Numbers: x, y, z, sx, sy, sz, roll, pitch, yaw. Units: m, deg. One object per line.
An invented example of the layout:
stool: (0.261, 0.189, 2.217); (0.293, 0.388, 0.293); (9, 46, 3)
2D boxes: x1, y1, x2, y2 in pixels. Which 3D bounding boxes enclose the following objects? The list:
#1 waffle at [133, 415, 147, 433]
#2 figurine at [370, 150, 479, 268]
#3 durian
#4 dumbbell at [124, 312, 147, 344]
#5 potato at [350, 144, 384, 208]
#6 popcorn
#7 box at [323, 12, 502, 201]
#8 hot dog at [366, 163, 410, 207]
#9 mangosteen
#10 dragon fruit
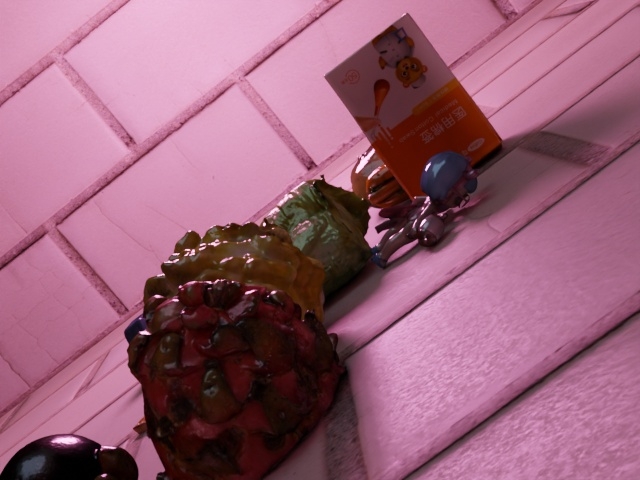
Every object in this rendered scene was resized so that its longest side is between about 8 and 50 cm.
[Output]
waffle: (-0.325, 0.344, 2.011); (0.092, 0.021, 0.135); (-29, 12, 44)
figurine: (0.180, -0.053, 1.763); (0.260, 0.103, 0.205); (-46, 5, 16)
durian: (-0.028, 0.018, 1.921); (0.340, 0.204, 0.256); (-40, 21, -6)
dumbbell: (-0.337, 0.186, 2.461); (0.325, 0.160, 0.144); (-36, 38, 10)
potato: (0.193, -0.194, 2.302); (0.296, 0.141, 0.191); (-36, 11, -4)
popcorn: (-0.158, 0.116, 1.653); (0.312, 0.312, 0.312); (-37, 9, 7)
box: (0.196, -0.272, 2.041); (0.225, 0.341, 0.143); (-36, 1, 9)
hot dog: (0.213, -0.157, 2.159); (0.249, 0.100, 0.068); (-34, 13, 6)
mangosteen: (-0.345, 0.384, 1.403); (0.250, 0.211, 0.211); (-1, 25, 22)
dragon fruit: (-0.150, 0.179, 1.382); (0.296, 0.263, 0.314); (-34, 10, 27)
